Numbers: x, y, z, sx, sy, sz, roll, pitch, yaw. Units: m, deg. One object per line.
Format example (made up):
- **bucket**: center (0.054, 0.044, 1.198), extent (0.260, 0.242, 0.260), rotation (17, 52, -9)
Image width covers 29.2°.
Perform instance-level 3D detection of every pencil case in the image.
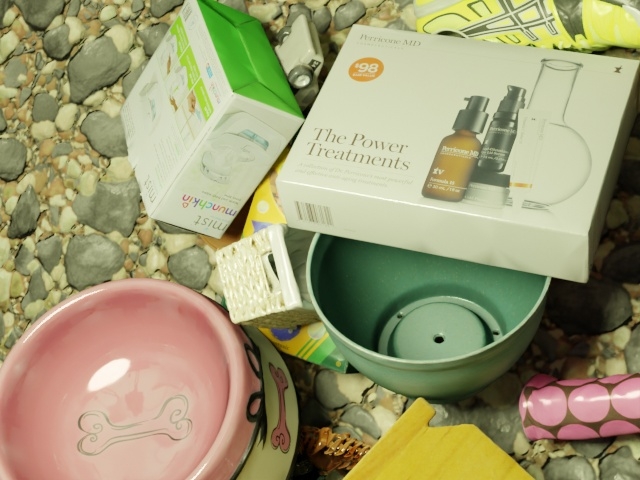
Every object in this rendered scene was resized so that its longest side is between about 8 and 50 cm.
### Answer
- **pencil case**: center (0.350, 0.193, 1.489), extent (0.209, 0.098, 0.095), rotation (-8, 123, 27)

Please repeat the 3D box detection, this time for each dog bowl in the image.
- **dog bowl**: center (-0.238, 0.226, 1.553), extent (0.408, 0.150, 0.408), rotation (-7, 59, 12)

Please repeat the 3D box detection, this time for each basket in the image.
- **basket**: center (-0.047, 0.052, 1.577), extent (0.103, 0.167, 0.113), rotation (-21, 76, 22)

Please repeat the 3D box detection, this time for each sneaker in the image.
- **sneaker**: center (0.291, -0.283, 1.582), extent (0.385, 0.145, 0.147), rotation (20, 105, 38)

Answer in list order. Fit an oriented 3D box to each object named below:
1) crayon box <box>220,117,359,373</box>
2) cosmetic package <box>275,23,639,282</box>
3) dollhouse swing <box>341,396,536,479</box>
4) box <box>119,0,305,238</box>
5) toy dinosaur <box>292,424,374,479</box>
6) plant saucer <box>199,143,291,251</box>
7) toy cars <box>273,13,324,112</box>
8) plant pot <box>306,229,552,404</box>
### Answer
- **crayon box**: center (0.000, 0.000, 1.695), extent (0.203, 0.083, 0.323), rotation (17, 90, 19)
- **cosmetic package**: center (0.172, -0.118, 1.496), extent (0.377, 0.097, 0.284), rotation (11, 52, 19)
- **dollhouse swing**: center (0.129, 0.446, 1.487), extent (0.347, 0.305, 0.315), rotation (41, 63, 11)
- **box**: center (-0.165, -0.177, 1.731), extent (0.231, 0.127, 0.262), rotation (-54, 37, 26)
- **toy dinosaur**: center (-0.059, 0.314, 1.644), extent (0.322, 0.164, 0.218), rotation (-44, 17, 45)
- **plant saucer**: center (-0.115, -0.071, 1.816), extent (0.200, 0.037, 0.200), rotation (-5, 79, 29)
- **toy cars**: center (-0.010, -0.326, 1.767), extent (0.176, 0.087, 0.393), rotation (23, 97, 58)
- **plant pot**: center (0.141, 0.083, 1.526), extent (0.293, 0.196, 0.293), rotation (-5, 50, 6)
